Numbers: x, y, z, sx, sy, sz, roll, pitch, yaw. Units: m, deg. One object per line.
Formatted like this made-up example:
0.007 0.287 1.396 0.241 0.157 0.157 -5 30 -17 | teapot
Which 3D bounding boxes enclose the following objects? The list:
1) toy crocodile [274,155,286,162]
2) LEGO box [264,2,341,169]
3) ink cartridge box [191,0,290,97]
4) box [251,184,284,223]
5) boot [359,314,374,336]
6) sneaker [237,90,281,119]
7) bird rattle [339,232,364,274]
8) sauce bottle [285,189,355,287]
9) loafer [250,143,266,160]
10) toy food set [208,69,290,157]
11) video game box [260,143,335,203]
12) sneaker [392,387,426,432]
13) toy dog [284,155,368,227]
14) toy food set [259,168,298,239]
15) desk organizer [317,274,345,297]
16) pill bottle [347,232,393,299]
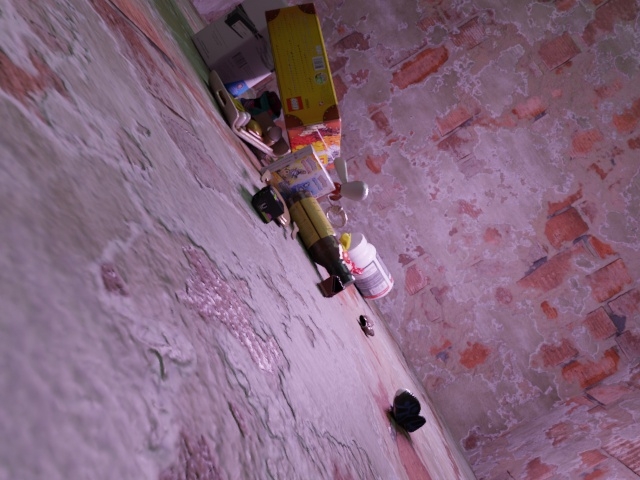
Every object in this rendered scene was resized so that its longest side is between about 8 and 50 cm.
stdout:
-0.142 -0.328 1.848 0.115 0.105 0.340 57 5 -21 | toy crocodile
-0.063 -0.571 1.570 0.372 0.193 0.501 85 -6 -75 | LEGO box
-0.288 -0.825 1.690 0.166 0.394 0.285 60 5 9 | ink cartridge box
-0.121 -0.085 0.932 0.062 0.052 0.083 57 4 -20 | box
0.171 0.308 1.525 0.087 0.042 0.118 52 8 -37 | boot
-0.263 -0.585 1.750 0.124 0.178 0.296 54 7 -44 | sneaker
0.105 0.091 1.977 0.207 0.143 0.254 19 52 -64 | bird rattle
0.000 0.000 1.310 0.345 0.111 0.111 62 6 18 | sauce bottle
-0.237 -0.344 1.449 0.045 0.039 0.125 -10 62 -50 | loafer
-0.235 -0.428 1.371 0.220 0.092 0.306 61 17 23 | toy food set
-0.070 -0.204 1.349 0.205 0.187 0.048 51 16 -52 | video game box
0.227 0.452 1.097 0.081 0.080 0.211 55 -9 46 | sneaker
0.011 -0.218 1.519 0.333 0.220 0.161 32 28 1 | toy dog
-0.122 -0.090 1.085 0.192 0.038 0.132 63 11 -16 | toy food set
0.034 0.133 1.164 0.047 0.050 0.130 60 5 12 | desk organizer
0.248 0.145 2.271 0.363 0.210 0.210 57 6 -27 | pill bottle
